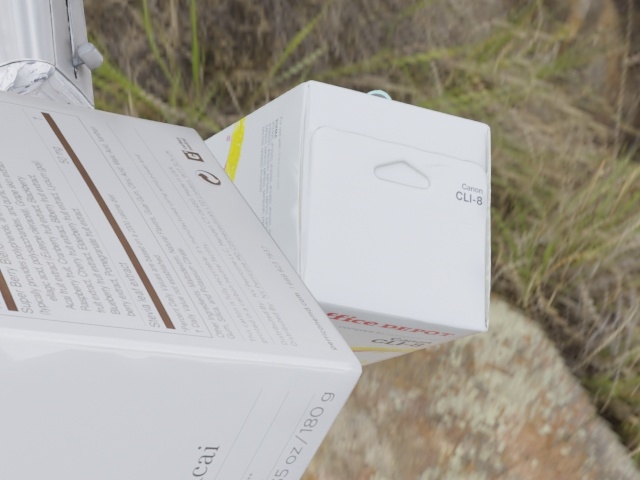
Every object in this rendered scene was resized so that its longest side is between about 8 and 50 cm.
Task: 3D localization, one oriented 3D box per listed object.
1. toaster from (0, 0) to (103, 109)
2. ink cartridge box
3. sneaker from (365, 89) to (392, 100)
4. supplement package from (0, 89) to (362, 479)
[{"bbox_3d":[-0.267,-0.119,1.161,0.227,0.129,0.146,-21,63,8],"label":"toaster"},{"bbox_3d":[0.000,0.000,0.953,0.128,0.176,0.127,10,71,-29],"label":"ink cartridge box"},{"bbox_3d":[0.033,-0.078,1.339,0.038,0.069,0.098,32,96,2],"label":"sneaker"},{"bbox_3d":[-0.170,0.049,0.607,0.293,0.177,0.175,9,31,-37],"label":"supplement package"}]
